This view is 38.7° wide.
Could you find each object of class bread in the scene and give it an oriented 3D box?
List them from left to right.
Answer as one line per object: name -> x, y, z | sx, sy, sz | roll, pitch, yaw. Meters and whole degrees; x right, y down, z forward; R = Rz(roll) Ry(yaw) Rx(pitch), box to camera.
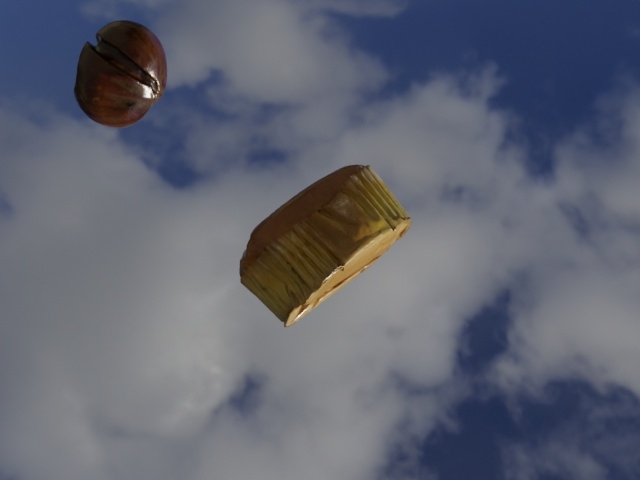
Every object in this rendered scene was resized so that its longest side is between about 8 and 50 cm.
bread -> 0.000, 0.000, 1.488 | 0.288, 0.204, 0.156 | -39, -101, -20

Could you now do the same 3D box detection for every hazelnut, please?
hazelnut -> -0.375, -0.312, 1.739 | 0.178, 0.178, 0.204 | 35, -90, 40
